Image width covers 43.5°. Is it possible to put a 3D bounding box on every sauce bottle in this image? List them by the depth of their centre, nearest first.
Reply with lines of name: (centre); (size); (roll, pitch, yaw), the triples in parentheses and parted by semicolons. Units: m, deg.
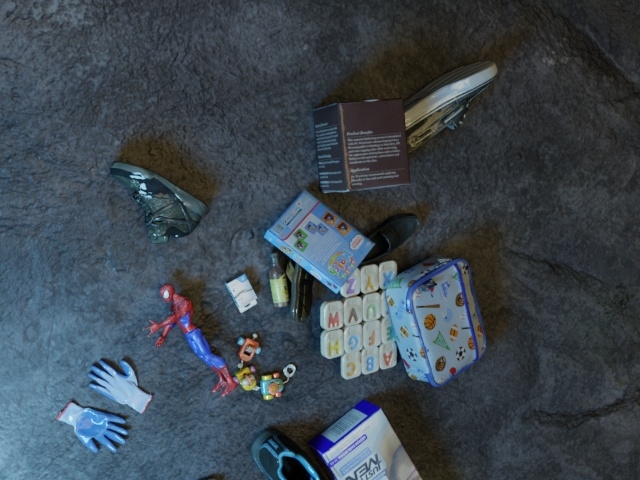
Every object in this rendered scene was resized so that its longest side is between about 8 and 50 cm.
sauce bottle: (-0.099, 0.091, 1.880); (0.042, 0.042, 0.128); (-12, 99, -21)

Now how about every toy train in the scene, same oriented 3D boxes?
toy train: (-0.135, 0.301, 1.873); (0.166, 0.046, 0.125); (35, 80, -19)

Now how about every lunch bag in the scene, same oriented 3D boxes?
lunch bag: (0.295, 0.187, 1.984); (0.243, 0.115, 0.303); (-25, 110, -31)

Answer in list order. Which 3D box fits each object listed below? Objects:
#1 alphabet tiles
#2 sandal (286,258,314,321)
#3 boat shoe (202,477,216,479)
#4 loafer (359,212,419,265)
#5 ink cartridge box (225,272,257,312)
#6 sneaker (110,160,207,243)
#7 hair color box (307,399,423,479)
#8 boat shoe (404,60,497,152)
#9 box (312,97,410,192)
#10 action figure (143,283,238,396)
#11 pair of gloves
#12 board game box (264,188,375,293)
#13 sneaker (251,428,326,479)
alphabet tiles: (0.121, 0.193, 1.948); (0.284, 0.021, 0.278); (-9, 105, -34)
sandal: (-0.049, 0.082, 1.888); (0.090, 0.060, 0.219); (22, 73, -57)
boat shoe: (-0.236, 0.632, 1.835); (0.066, 0.066, 0.183); (-20, 100, -22)
loafer: (0.157, 0.002, 1.961); (0.223, 0.078, 0.076); (-30, 105, -18)
ink cartridge box: (-0.180, 0.123, 1.856); (0.048, 0.028, 0.083); (-31, 104, -18)
sneaker: (-0.369, -0.076, 1.740); (0.227, 0.087, 0.130); (34, 73, -25)
hair color box: (0.137, 0.586, 1.965); (0.185, 0.110, 0.339); (-35, 106, -18)
boat shoe: (0.306, -0.331, 2.002); (0.335, 0.121, 0.119); (-32, 113, -9)
box: (0.095, -0.219, 1.879); (0.168, 0.167, 0.203); (-7, 95, -21)
action figure: (-0.306, 0.234, 1.774); (0.139, 0.091, 0.280); (-31, 103, -27)
pair of gloves: (-0.465, 0.360, 1.754); (0.159, 0.023, 0.198); (38, 79, -19)
board game box: (0.000, 0.000, 1.852); (0.211, 0.039, 0.160); (38, 54, 4)
sneaker: (-0.034, 0.596, 1.877); (0.125, 0.139, 0.341); (-43, 108, -17)
